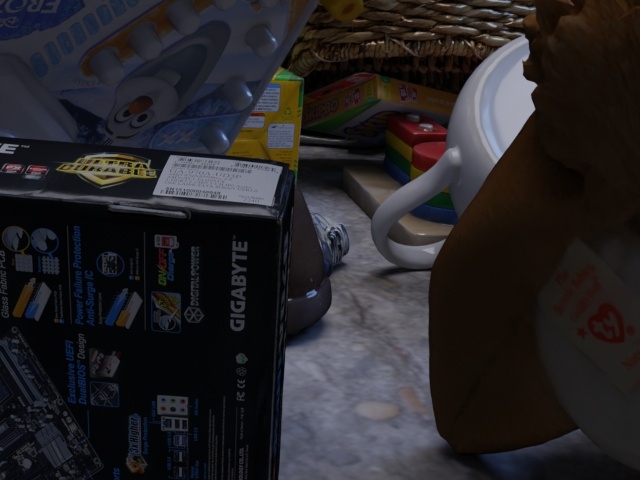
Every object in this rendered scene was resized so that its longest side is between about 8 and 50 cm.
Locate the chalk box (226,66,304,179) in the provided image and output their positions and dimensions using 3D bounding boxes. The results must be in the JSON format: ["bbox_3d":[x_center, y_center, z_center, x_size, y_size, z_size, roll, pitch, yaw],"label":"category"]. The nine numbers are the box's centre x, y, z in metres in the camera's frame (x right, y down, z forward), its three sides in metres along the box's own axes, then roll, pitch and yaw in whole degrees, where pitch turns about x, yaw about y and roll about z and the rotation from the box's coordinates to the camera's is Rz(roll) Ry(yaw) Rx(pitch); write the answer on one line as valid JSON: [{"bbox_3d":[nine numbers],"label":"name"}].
[{"bbox_3d":[-0.117,-0.133,1.276,0.132,0.132,0.213,-3,19,-22],"label":"chalk box"}]

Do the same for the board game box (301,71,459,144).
[{"bbox_3d":[0.096,-0.139,1.335,0.259,0.039,0.124,10,-17,-41],"label":"board game box"}]

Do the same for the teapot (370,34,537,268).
[{"bbox_3d":[0.213,-0.042,0.999,0.256,0.187,0.252,30,59,16],"label":"teapot"}]

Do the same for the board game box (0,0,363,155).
[{"bbox_3d":[-0.177,-0.024,0.582,0.390,0.390,0.050,-14,59,-44],"label":"board game box"}]

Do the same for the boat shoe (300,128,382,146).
[{"bbox_3d":[0.047,-0.159,1.465,0.268,0.096,0.088,5,21,6],"label":"boat shoe"}]

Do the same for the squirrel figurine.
[{"bbox_3d":[0.268,-0.055,0.675,0.370,0.397,0.281,-27,26,-37],"label":"squirrel figurine"}]

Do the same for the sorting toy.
[{"bbox_3d":[0.178,-0.064,1.194,0.257,0.089,0.255,0,18,-14],"label":"sorting toy"}]

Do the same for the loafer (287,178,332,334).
[{"bbox_3d":[-0.161,-0.025,0.924,0.366,0.130,0.134,9,18,15],"label":"loafer"}]

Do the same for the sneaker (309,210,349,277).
[{"bbox_3d":[0.000,0.000,1.018,0.058,0.052,0.135,5,17,-13],"label":"sneaker"}]

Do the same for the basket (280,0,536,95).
[{"bbox_3d":[0.106,-0.210,1.294,0.299,0.223,0.213,0,22,-15],"label":"basket"}]

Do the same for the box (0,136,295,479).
[{"bbox_3d":[-0.103,0.069,0.489,0.175,0.220,0.051,5,27,3],"label":"box"}]
